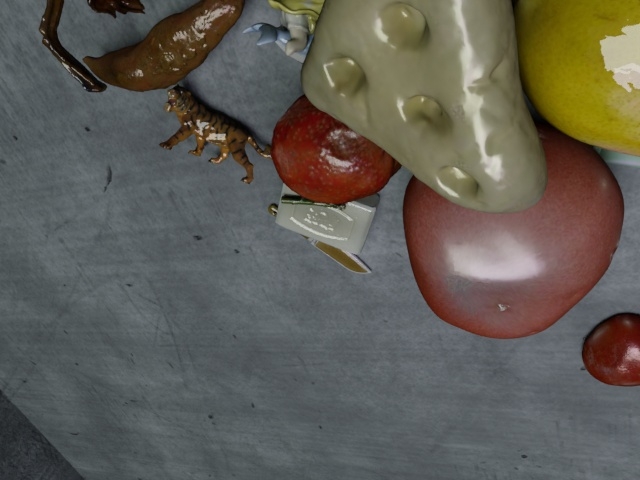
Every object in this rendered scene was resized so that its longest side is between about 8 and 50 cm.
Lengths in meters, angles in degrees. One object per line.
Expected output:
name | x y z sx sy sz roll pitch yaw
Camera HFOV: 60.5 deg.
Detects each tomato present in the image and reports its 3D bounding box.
tomato | 0.291 -0.006 0.853 0.341 0.273 0.342 12 131 14
tomato | 0.599 0.233 1.051 0.166 0.082 0.174 25 130 1

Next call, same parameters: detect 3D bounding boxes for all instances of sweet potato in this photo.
sweet potato | -0.261 -0.323 0.944 0.354 0.095 0.106 -12 119 28

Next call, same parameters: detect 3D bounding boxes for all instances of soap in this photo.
soap | 0.012 -0.059 1.068 0.183 0.064 0.122 20 130 5

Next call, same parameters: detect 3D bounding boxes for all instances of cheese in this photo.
cheese | 0.145 -0.211 0.614 0.351 0.129 0.328 38 148 15

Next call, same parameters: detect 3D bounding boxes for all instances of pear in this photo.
pear | 0.379 -0.237 0.613 0.336 0.285 0.285 19 135 32

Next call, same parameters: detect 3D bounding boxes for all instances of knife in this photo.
knife | 0.000 0.001 1.150 0.256 0.022 0.046 35 128 -8

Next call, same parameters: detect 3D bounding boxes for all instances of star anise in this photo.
star anise | -0.356 -0.411 0.860 0.237 0.148 0.347 21 114 24

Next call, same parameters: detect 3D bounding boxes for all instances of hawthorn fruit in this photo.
hawthorn fruit | 0.012 -0.156 0.903 0.253 0.205 0.205 -5 126 38

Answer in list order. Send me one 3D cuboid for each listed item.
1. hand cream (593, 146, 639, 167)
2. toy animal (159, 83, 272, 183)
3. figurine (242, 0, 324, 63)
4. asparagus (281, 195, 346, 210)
hand cream | 0.517 -0.127 0.815 0.204 0.050 0.078 17 137 15
toy animal | -0.173 -0.188 1.031 0.255 0.114 0.116 23 100 -3
figurine | -0.010 -0.336 0.793 0.208 0.128 0.184 -23 124 -10
asparagus | -0.013 -0.070 1.017 0.126 0.018 0.015 7 157 17
